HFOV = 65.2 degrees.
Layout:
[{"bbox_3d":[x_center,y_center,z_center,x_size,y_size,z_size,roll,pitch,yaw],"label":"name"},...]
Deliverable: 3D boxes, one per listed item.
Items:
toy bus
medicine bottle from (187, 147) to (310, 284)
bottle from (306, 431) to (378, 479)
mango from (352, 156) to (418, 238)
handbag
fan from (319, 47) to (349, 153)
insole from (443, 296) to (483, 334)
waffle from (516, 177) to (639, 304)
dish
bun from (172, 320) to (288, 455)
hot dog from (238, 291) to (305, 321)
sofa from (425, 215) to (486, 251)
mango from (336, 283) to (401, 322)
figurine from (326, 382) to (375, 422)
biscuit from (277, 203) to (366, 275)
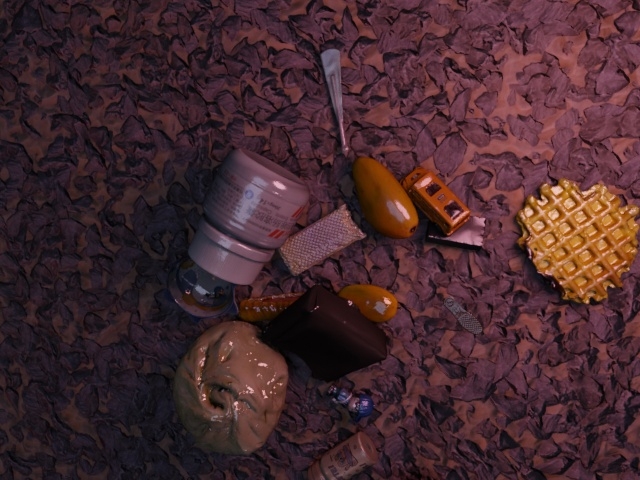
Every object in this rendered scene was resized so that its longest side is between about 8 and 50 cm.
[{"bbox_3d":[0.292,-0.111,1.285,0.083,0.088,0.194,-39,73,-6],"label":"toy bus"},{"bbox_3d":[-0.194,-0.061,1.323,0.245,0.245,0.306,31,102,5],"label":"medicine bottle"},{"bbox_3d":[0.059,0.650,1.440,0.209,0.097,0.110,-38,52,13],"label":"bottle"},{"bbox_3d":[0.159,-0.110,1.317,0.113,0.138,0.253,-27,78,-27],"label":"mango"},{"bbox_3d":[0.008,0.265,1.359,0.285,0.113,0.257,38,123,-22],"label":"handbag"},{"bbox_3d":[0.050,-0.376,1.353,0.057,0.023,0.282,-11,95,3],"label":"fan"},{"bbox_3d":[0.392,0.207,1.376,0.045,0.002,0.135,-44,88,12],"label":"insole"},{"bbox_3d":[0.647,0.000,1.277,0.312,0.060,0.307,19,98,7],"label":"waffle"},{"bbox_3d":[-0.330,0.128,1.447,0.236,0.086,0.228,7,115,11],"label":"dish"},{"bbox_3d":[-0.261,0.406,1.394,0.326,0.234,0.362,-2,81,15],"label":"bun"},{"bbox_3d":[-0.100,0.195,1.431,0.289,0.068,0.083,-5,103,9],"label":"hot dog"},{"bbox_3d":[0.359,-0.026,1.330,0.147,0.060,0.085,10,75,8],"label":"sofa"},{"bbox_3d":[0.133,0.172,1.390,0.187,0.066,0.101,16,99,15],"label":"mango"},{"bbox_3d":[0.089,0.455,1.437,0.136,0.077,0.079,38,67,19],"label":"figurine"},{"bbox_3d":[0.000,0.000,1.391,0.239,0.062,0.108,-30,93,13],"label":"biscuit"}]
